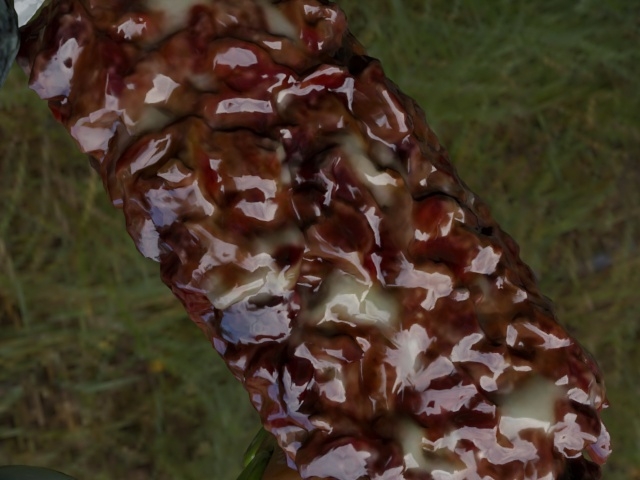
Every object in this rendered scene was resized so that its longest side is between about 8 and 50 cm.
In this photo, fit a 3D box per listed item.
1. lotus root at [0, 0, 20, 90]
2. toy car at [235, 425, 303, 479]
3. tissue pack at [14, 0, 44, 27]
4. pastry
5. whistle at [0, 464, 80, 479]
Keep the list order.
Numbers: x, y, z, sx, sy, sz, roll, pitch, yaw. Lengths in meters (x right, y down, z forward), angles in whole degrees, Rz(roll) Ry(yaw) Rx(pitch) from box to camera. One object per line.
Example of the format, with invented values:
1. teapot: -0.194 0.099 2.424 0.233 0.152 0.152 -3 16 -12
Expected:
1. lotus root: -0.229 -0.011 0.550 0.349 0.175 0.175 -21 153 24
2. toy car: 0.051 0.131 1.067 0.145 0.235 0.235 36 137 -2
3. tissue pack: -0.267 -0.159 0.964 0.156 0.209 0.148 43 82 -20
4. pastry: 0.000 0.000 0.495 0.097 0.208 0.115 -36 178 -9
5. whistle: -0.172 0.201 0.824 0.163 0.163 0.290 -31 180 24
